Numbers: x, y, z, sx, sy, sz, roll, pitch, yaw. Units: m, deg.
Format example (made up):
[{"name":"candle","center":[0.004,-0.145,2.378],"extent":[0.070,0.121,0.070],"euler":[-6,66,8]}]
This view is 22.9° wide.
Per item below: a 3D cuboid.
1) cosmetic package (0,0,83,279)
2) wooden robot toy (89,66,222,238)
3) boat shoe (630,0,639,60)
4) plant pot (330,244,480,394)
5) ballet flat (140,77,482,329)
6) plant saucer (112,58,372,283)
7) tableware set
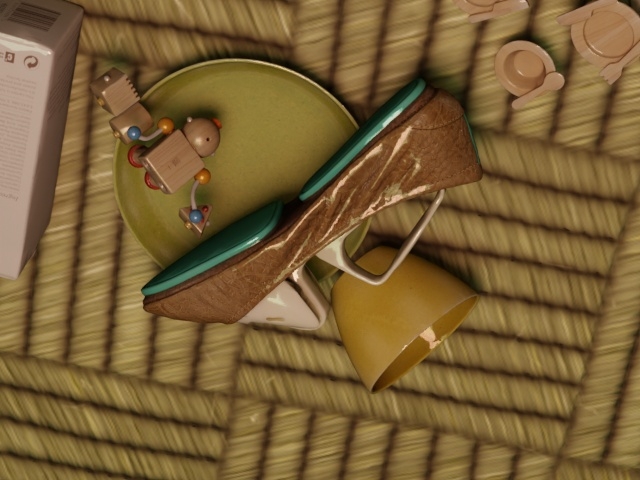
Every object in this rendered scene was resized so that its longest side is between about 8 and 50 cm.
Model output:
[{"name":"cosmetic package","center":[-0.277,-0.095,1.404],"extent":[0.085,0.117,0.231],"euler":[16,117,-1]},{"name":"wooden robot toy","center":[-0.127,-0.088,1.390],"extent":[0.079,0.076,0.173],"euler":[-40,110,-14]},{"name":"boat shoe","center":[0.297,-0.194,1.316],"extent":[0.063,0.066,0.184],"euler":[-14,114,-2]},{"name":"plant pot","center":[0.065,0.061,1.450],"extent":[0.095,0.134,0.134],"euler":[48,116,13]},{"name":"ballet flat","center":[0.000,0.000,1.382],"extent":[0.342,0.116,0.124],"euler":[-36,101,16]},{"name":"plant saucer","center":[-0.068,-0.058,1.443],"extent":[0.241,0.037,0.241],"euler":[3,117,5]},{"name":"tableware set","center":[0.185,-0.191,1.325],"extent":[0.141,0.020,0.168],"euler":[-24,110,40]}]
